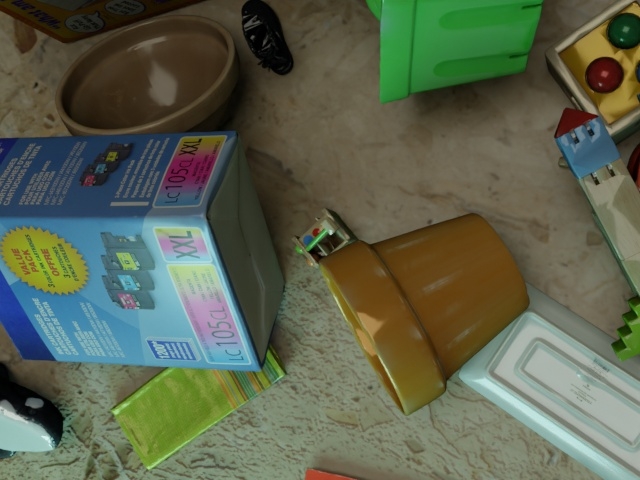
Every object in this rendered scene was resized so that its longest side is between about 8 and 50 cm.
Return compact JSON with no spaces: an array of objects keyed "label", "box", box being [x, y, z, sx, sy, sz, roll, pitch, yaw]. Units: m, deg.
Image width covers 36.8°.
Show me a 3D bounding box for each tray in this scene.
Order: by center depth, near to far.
[{"label":"tray","box":[0.309,0.178,1.125,0.270,0.030,0.145,34,94,16]}]

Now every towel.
[{"label":"towel","box":[-0.162,0.197,1.263,0.237,0.021,0.102,-36,76,11]}]

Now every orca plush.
[{"label":"orca plush","box":[-0.473,0.220,1.336,0.287,0.102,0.151,-5,129,25]}]

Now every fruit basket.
[{"label":"fruit basket","box":[0.063,-0.368,1.051,0.392,0.283,0.392,-1,69,2]}]

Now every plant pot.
[{"label":"plant pot","box":[0.128,0.067,1.112,0.188,0.205,0.205,-29,78,-4]},{"label":"plant pot","box":[-0.208,-0.177,1.236,0.237,0.110,0.237,-9,46,10]}]

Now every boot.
[{"label":"boot","box":[-0.078,-0.270,1.233,0.045,0.099,0.121,-28,79,11]}]

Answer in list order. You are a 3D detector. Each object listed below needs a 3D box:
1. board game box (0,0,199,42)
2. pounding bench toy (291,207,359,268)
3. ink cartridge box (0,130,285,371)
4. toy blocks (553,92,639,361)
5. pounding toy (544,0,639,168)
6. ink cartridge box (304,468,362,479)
[{"label":"board game box","box":[-0.281,-0.500,1.176,0.356,0.356,0.356,-14,82,14]},{"label":"pounding bench toy","box":[0.000,0.000,1.198,0.065,0.083,0.052,-42,76,8]},{"label":"ink cartridge box","box":[-0.268,0.017,1.171,0.395,0.270,0.151,1,45,17]},{"label":"toy blocks","box":[0.424,-0.079,1.002,0.381,0.191,0.261,-27,91,11]},{"label":"pounding toy","box":[0.346,-0.149,1.105,0.181,0.094,0.206,-34,77,11]},{"label":"ink cartridge box","box":[0.081,0.497,1.135,0.308,0.091,0.385,10,90,16]}]
